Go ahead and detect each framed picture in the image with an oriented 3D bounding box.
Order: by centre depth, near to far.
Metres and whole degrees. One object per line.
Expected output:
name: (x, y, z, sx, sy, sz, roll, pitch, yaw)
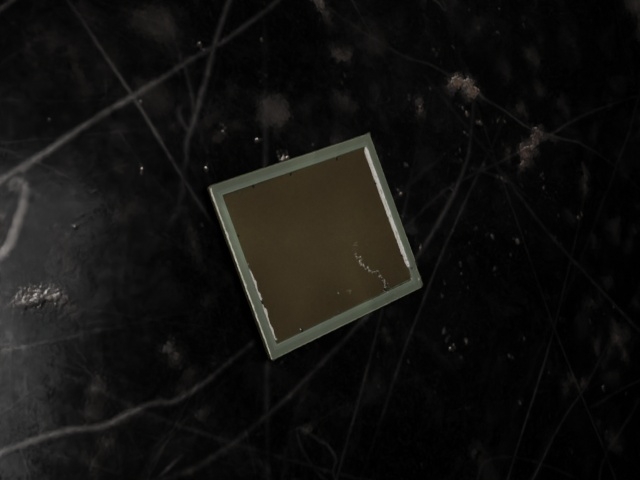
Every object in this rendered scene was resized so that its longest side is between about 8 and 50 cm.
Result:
framed picture: (0.000, 0.000, 1.379, 0.293, 0.018, 0.231, -22, 93, -40)
